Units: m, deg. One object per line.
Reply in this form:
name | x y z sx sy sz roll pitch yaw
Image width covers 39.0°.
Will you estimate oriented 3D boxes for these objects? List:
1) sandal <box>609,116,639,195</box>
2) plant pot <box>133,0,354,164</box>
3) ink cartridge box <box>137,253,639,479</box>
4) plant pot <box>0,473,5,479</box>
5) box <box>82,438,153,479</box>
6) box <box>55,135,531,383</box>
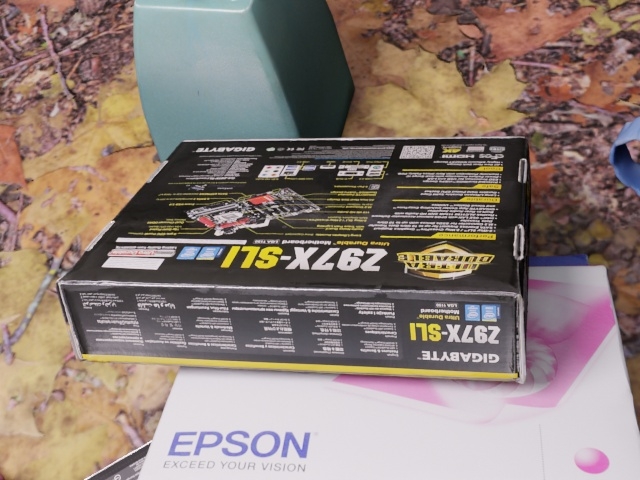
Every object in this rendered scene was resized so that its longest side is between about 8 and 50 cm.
sandal | 0.340 -0.012 0.757 0.138 0.126 0.317 -13 48 7
plant pot | -0.077 -0.172 0.861 0.165 0.234 0.166 7 58 15
ink cartridge box | 0.061 0.086 0.696 0.324 0.071 0.330 -1 36 9
plant pot | -0.371 0.239 0.689 0.201 0.201 0.180 15 76 19
box | -0.092 0.256 0.693 0.270 0.060 0.216 -30 58 -9
box | 0.000 0.000 0.710 0.322 0.079 0.257 1 31 13
